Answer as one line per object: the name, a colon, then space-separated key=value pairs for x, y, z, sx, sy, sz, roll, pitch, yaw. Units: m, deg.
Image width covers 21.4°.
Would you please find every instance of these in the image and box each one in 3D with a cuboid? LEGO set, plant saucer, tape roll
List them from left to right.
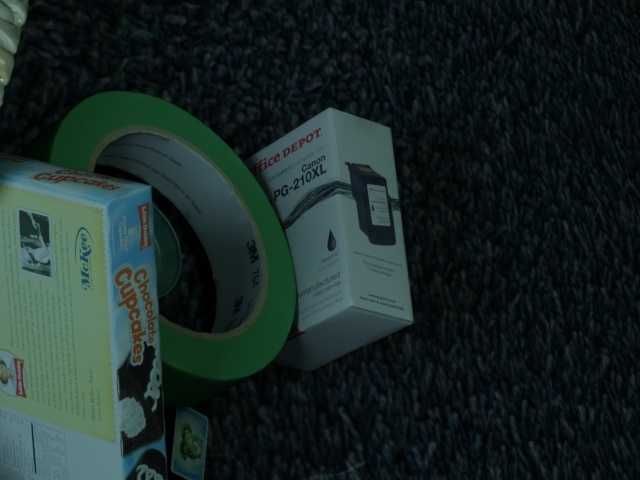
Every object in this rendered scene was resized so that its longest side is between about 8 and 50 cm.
LEGO set: x=-0.187 y=0.204 z=1.656 sx=0.182 sy=0.060 sz=0.244 roll=35 pitch=48 yaw=-43
plant saucer: x=-0.197 y=0.009 z=1.753 sx=0.119 sy=0.021 sz=0.119 roll=23 pitch=53 yaw=-35
tape roll: x=-0.164 y=0.006 z=1.697 sx=0.321 sy=0.077 sz=0.321 roll=30 pitch=44 yaw=-34

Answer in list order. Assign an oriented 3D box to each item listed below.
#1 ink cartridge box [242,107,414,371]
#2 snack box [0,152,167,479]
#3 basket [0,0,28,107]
ink cartridge box: x=0.000 y=0.000 z=1.842 sx=0.100 sy=0.172 sz=0.237 roll=17 pitch=57 yaw=-39
snack box: x=-0.220 y=0.097 z=1.449 sx=0.060 sy=0.187 sz=0.322 roll=-23 pitch=119 yaw=-48
basket: x=-0.448 y=-0.184 z=1.424 sx=0.331 sy=0.266 sz=0.328 roll=29 pitch=51 yaw=-29
